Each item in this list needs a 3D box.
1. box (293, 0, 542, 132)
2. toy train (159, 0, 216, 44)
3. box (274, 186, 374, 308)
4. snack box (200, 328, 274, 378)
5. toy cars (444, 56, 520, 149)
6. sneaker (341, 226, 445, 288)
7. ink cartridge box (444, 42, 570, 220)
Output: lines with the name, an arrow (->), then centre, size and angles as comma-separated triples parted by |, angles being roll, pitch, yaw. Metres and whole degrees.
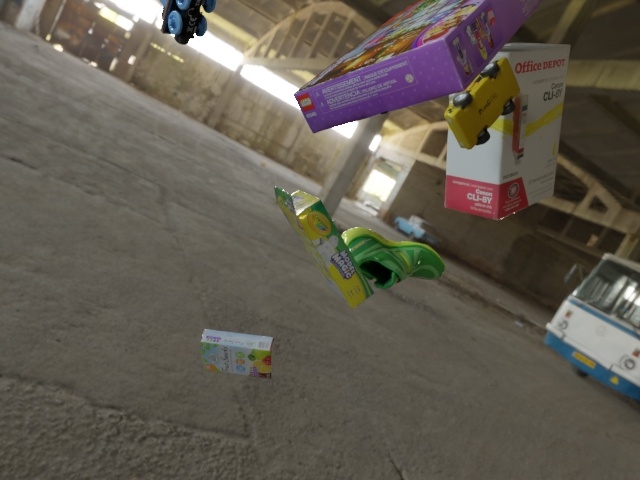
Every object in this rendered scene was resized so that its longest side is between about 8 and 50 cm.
box -> 0.127, -0.238, 0.646 | 0.201, 0.293, 0.057 | -5, -57, 44
toy train -> -0.241, -0.453, 0.988 | 0.080, 0.184, 0.105 | -14, 55, -43
box -> 0.000, 0.000, 0.755 | 0.179, 0.043, 0.105 | 57, -8, -21
snack box -> -0.165, 0.230, 1.105 | 0.141, 0.100, 0.037 | 7, 42, 3
toy cars -> 0.306, -0.363, 1.038 | 0.177, 0.393, 0.087 | 6, 4, -36
sneaker -> 0.163, 0.061, 1.268 | 0.296, 0.109, 0.123 | 13, 58, -28
ink cartridge box -> 0.456, -0.277, 1.345 | 0.279, 0.384, 0.160 | -20, 27, -36
